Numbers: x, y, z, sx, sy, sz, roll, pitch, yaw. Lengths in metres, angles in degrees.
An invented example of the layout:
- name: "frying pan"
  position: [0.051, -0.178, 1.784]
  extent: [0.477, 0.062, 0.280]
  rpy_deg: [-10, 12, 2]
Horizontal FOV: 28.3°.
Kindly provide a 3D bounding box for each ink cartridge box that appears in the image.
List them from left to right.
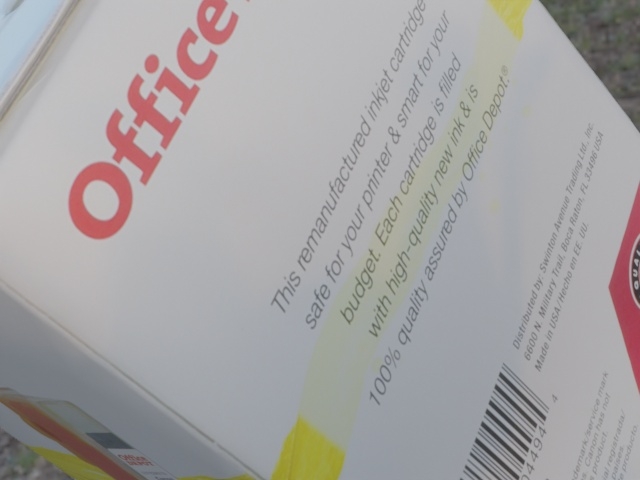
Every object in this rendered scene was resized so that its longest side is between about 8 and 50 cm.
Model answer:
- name: "ink cartridge box"
  position: [0.000, 0.000, 0.583]
  extent: [0.160, 0.384, 0.279]
  rpy_deg: [-6, 50, 45]
